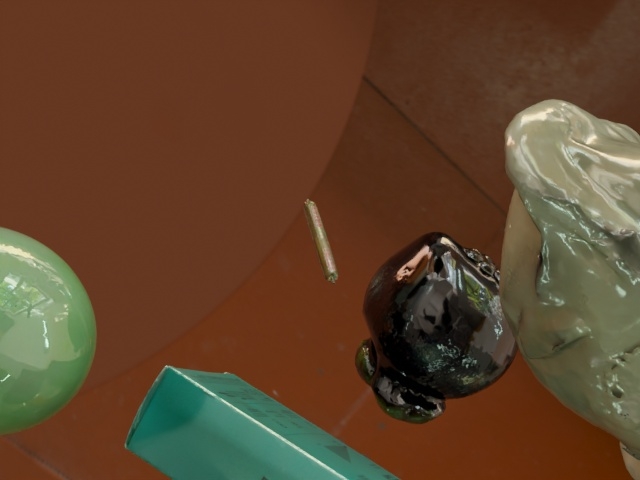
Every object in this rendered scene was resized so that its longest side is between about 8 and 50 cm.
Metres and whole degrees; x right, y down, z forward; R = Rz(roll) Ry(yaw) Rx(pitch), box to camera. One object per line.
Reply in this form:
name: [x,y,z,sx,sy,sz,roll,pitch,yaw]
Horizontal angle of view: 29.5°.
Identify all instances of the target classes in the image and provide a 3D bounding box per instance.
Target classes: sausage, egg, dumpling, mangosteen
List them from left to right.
egg: [-0.359,0.093,1.279,0.220,0.220,0.270,-58,144,1]
sausage: [0.000,0.000,1.169,0.015,0.100,0.015,-12,148,-8]
mangosteen: [0.145,0.114,1.557,0.243,0.243,0.243,-5,105,-18]
dumpling: [0.228,0.017,0.813,0.318,0.187,0.243,63,37,-32]

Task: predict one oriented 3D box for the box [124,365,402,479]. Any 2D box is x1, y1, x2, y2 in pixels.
box: [-0.053,0.275,1.448,0.311,0.205,0.118,29,93,20]
